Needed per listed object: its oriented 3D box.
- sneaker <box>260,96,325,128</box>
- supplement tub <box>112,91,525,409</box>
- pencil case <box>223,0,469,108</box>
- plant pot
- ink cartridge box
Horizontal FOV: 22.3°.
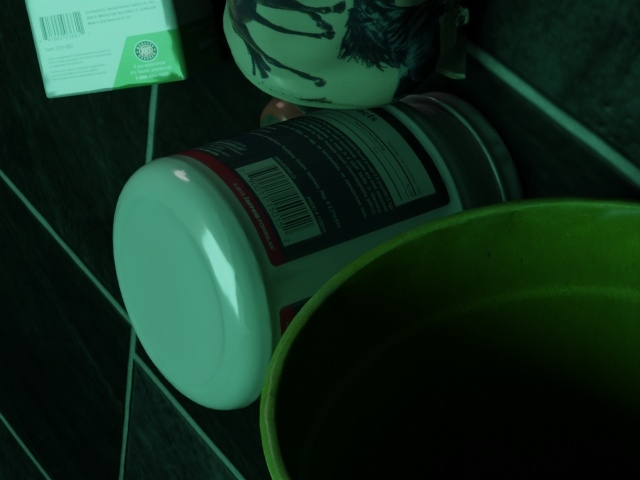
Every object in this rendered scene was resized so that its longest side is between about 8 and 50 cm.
[{"bbox_3d":[-0.026,0.009,1.398,0.098,0.135,0.276,16,118,55],"label":"sneaker"},{"bbox_3d":[0.000,0.000,1.223,0.191,0.272,0.191,32,131,45],"label":"supplement tub"},{"bbox_3d":[0.039,-0.269,1.073,0.410,0.184,0.160,100,166,-53],"label":"pencil case"},{"bbox_3d":[0.165,0.220,1.065,0.366,0.366,0.353,36,145,42],"label":"plant pot"},{"bbox_3d":[-0.192,-0.251,1.493,0.154,0.093,0.212,-5,106,24],"label":"ink cartridge box"}]
